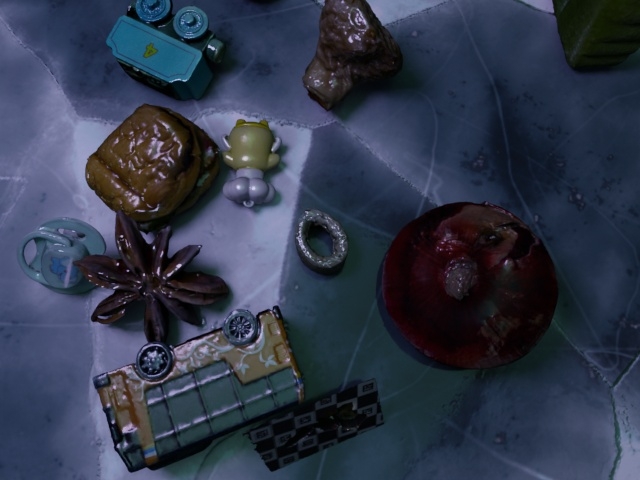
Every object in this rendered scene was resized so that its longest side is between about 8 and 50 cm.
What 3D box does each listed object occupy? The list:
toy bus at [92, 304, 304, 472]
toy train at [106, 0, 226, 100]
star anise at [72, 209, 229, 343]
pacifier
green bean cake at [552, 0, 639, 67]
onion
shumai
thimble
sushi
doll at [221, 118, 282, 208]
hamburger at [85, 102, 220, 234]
[{"bbox_3d":[-0.168,0.214,0.762,0.275,0.138,0.167,-19,78,-9],"label":"toy bus"},{"bbox_3d":[-0.275,-0.347,0.927,0.197,0.107,0.155,26,83,5],"label":"toy train"},{"bbox_3d":[-0.258,0.069,0.801,0.236,0.093,0.229,2,106,-15],"label":"star anise"},{"bbox_3d":[-0.409,0.012,0.829,0.126,0.150,0.117,7,35,-17],"label":"pacifier"},{"bbox_3d":[0.513,-0.450,0.897,0.124,0.248,0.222,-5,78,-3],"label":"green bean cake"},{"bbox_3d":[0.223,0.056,0.785,0.271,0.195,0.272,-3,74,12],"label":"onion"},{"bbox_3d":[0.036,-0.318,0.895,0.175,0.206,0.166,-36,72,11],"label":"shumai"},{"bbox_3d":[0.000,0.000,0.859,0.084,0.062,0.110,-20,77,-7],"label":"thimble"},{"bbox_3d":[-0.008,0.266,0.769,0.200,0.139,0.031,-20,43,-7],"label":"sushi"},{"bbox_3d":[-0.121,-0.133,0.892,0.106,0.062,0.163,2,73,-5],"label":"doll"},{"bbox_3d":[-0.280,-0.130,0.856,0.183,0.130,0.206,42,80,12],"label":"hamburger"}]
